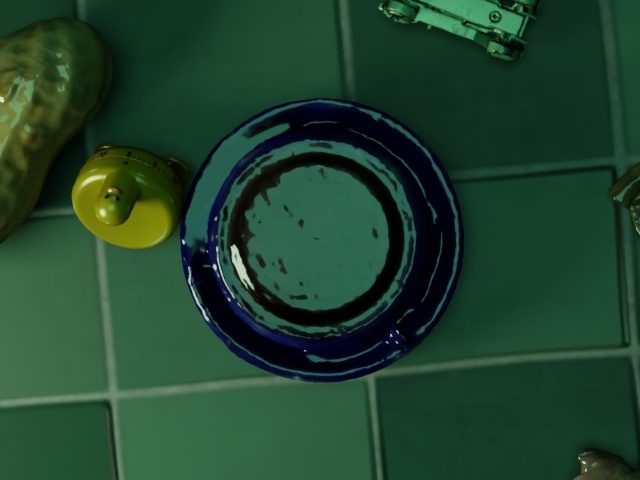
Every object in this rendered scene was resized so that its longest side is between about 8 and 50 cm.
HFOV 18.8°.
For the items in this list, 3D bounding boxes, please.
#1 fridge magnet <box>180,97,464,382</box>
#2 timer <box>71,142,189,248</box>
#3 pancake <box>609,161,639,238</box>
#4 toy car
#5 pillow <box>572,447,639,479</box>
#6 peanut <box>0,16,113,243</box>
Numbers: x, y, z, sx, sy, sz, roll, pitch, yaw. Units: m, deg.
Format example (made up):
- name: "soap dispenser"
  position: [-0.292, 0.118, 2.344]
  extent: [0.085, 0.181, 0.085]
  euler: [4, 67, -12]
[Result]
- name: "fridge magnet"
  position: [0.000, 0.000, 1.788]
  extent: [0.265, 0.112, 0.266]
  euler: [0, 90, 5]
- name: "timer"
  position: [-0.182, -0.034, 1.809]
  extent: [0.107, 0.107, 0.109]
  euler: [12, 47, 6]
- name: "pancake"
  position: [0.354, 0.001, 1.797]
  extent: [0.190, 0.020, 0.184]
  euler: [18, 92, 6]
- name: "toy car"
  position: [0.131, -0.220, 1.807]
  extent: [0.143, 0.054, 0.073]
  euler: [20, 90, 5]
- name: "pillow"
  position: [0.315, 0.322, 1.766]
  extent: [0.236, 0.084, 0.223]
  euler: [14, 93, 9]
- name: "peanut"
  position: [-0.304, -0.087, 1.818]
  extent: [0.130, 0.130, 0.290]
  euler: [32, 92, 6]
